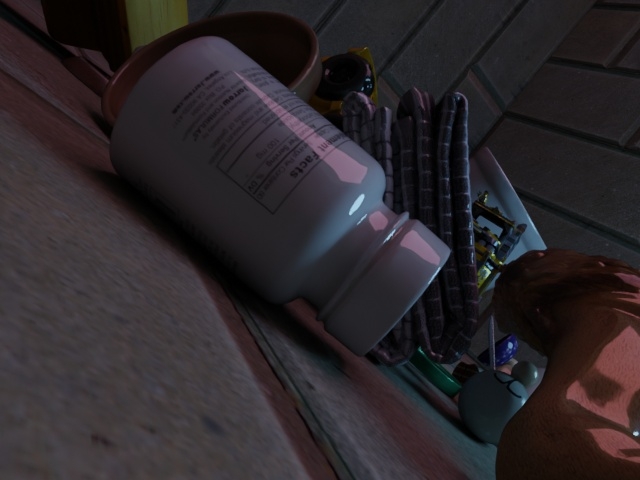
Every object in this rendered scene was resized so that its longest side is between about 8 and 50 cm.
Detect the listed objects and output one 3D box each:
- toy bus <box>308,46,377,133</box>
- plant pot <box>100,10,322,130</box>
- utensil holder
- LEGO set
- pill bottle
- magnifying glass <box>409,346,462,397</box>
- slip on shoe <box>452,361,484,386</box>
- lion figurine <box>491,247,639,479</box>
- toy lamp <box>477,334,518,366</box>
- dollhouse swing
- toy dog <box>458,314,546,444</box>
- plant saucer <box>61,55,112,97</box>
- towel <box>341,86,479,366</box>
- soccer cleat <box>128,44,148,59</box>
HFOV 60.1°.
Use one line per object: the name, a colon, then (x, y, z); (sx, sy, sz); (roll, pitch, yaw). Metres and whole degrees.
toy bus: (-0.033, -0.141, 0.739); (0.211, 0.220, 0.149); (7, -29, 14)
plant pot: (-0.107, -0.148, 0.618); (0.237, 0.237, 0.110); (41, -21, 40)
utensil holder: (0.333, -0.002, 1.424); (0.328, 0.385, 0.328); (51, 20, -27)
LEGO set: (0.177, -0.042, 0.864); (0.331, 0.192, 0.255); (34, -7, 31)
pill bottle: (-0.026, -0.029, 0.406); (0.229, 0.131, 0.131); (40, 2, 6)
magnifying glass: (0.108, 0.137, 0.789); (0.231, 0.026, 0.092); (44, 4, 37)
slip on shoe: (0.252, 0.233, 0.912); (0.041, 0.051, 0.135); (33, -6, 3)
lion figurine: (0.211, 0.121, 0.402); (0.240, 0.142, 0.392); (22, 26, 24)
toy lamp: (0.353, 0.276, 0.851); (0.275, 0.080, 0.080); (55, 6, 15)
dollhouse swing: (-0.455, -0.386, 0.969); (0.346, 0.305, 0.315); (34, -43, 30)
toy dog: (0.275, 0.189, 0.678); (0.220, 0.161, 0.333); (40, 2, 13)
plant saucer: (-0.336, -0.242, 0.896); (0.168, 0.029, 0.168); (39, 3, -2)
towel: (0.113, -0.008, 0.624); (0.121, 0.284, 0.235); (-5, -8, 14)
soccer cleat: (-0.198, -0.199, 0.932); (0.143, 0.116, 0.331); (12, -28, 23)
